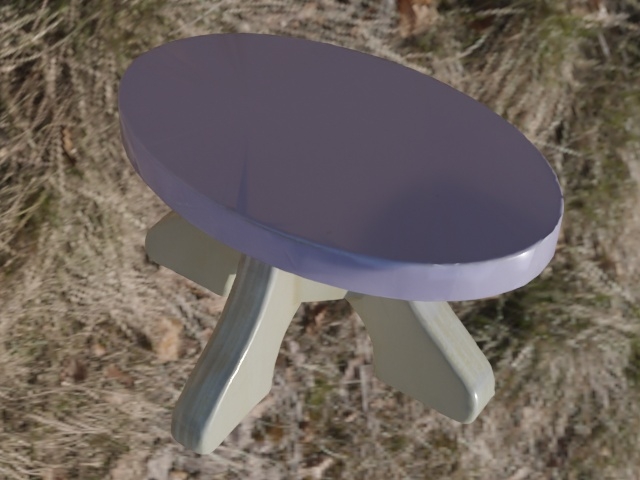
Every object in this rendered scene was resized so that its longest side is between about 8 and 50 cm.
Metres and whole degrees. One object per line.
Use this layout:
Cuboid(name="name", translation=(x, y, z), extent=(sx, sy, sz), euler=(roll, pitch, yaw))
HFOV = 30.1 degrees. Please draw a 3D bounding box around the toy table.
Cuboid(name="toy table", translation=(0.000, 0.000, 0.717), extent=(0.252, 0.274, 0.161), euler=(-32, 143, -33))
